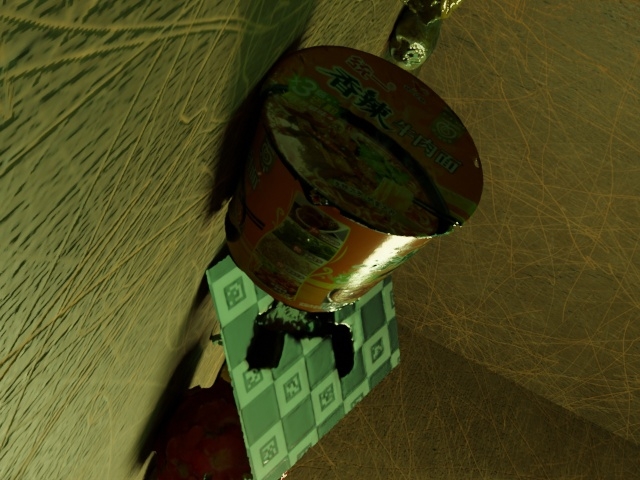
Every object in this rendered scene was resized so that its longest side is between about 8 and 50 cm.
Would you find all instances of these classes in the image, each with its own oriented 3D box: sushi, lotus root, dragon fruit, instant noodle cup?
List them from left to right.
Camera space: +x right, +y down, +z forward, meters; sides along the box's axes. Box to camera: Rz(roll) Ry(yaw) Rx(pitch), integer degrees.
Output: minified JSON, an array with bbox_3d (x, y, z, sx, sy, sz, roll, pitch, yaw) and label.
[{"bbox_3d":[-0.144,0.313,1.251,0.205,0.210,0.268,-21,156,-16],"label":"dragon fruit"},{"bbox_3d":[-0.024,0.106,1.158,0.343,0.064,0.359,-36,128,-40],"label":"sushi"},{"bbox_3d":[0.015,-0.049,0.834,0.182,0.230,0.230,-53,-175,46],"label":"instant noodle cup"},{"bbox_3d":[0.194,-0.415,1.687,0.192,0.088,0.113,-60,169,-47],"label":"lotus root"}]

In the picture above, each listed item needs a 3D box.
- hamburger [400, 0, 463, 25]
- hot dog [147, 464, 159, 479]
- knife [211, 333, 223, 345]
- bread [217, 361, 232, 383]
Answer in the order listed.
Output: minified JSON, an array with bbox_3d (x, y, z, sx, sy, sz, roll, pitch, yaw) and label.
[{"bbox_3d":[0.172,-0.407,1.155,0.189,0.122,0.215,-58,-175,39],"label":"hamburger"},{"bbox_3d":[-0.248,0.399,1.366,0.061,0.078,0.169,-22,164,-13],"label":"hot dog"},{"bbox_3d":[-0.059,0.135,1.268,0.054,0.212,0.015,92,-8,-70],"label":"knife"},{"bbox_3d":[-0.111,0.233,1.716,0.257,0.124,0.186,-60,175,-62],"label":"bread"}]
